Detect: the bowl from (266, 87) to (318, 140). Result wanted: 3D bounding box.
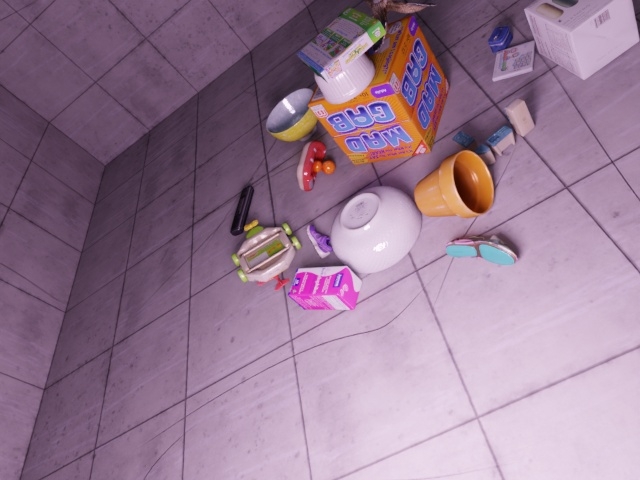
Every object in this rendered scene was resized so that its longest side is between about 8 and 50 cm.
[{"bbox_3d":[-0.106,-0.574,2.382,0.289,0.156,0.290,-23,44,24],"label":"bowl"}]

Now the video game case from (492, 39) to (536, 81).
[{"bbox_3d":[0.724,-0.672,1.844,0.143,0.019,0.157,-6,53,38],"label":"video game case"}]

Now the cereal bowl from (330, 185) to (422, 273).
[{"bbox_3d":[0.170,-0.060,1.714,0.338,0.141,0.339,-24,45,26],"label":"cereal bowl"}]

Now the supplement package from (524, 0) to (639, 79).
[{"bbox_3d":[0.852,-0.710,1.622,0.199,0.198,0.263,-36,40,13],"label":"supplement package"}]

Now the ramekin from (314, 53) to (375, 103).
[{"bbox_3d":[0.075,-0.587,1.709,0.207,0.109,0.207,-23,44,24],"label":"ramekin"}]

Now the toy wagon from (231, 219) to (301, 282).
[{"bbox_3d":[-0.232,0.029,2.016,0.267,0.068,0.344,-31,37,-3],"label":"toy wagon"}]

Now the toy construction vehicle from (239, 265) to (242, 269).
[{"bbox_3d":[-0.287,0.103,2.062,0.098,0.035,0.086,-11,51,24],"label":"toy construction vehicle"}]

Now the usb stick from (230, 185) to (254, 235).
[{"bbox_3d":[-0.369,-0.142,2.333,0.077,0.045,0.278,-23,44,36],"label":"usb stick"}]

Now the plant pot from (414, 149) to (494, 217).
[{"bbox_3d":[0.408,-0.159,1.561,0.187,0.205,0.205,-18,45,51],"label":"plant pot"}]

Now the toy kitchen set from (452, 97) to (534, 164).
[{"bbox_3d":[0.566,-0.380,1.652,0.207,0.122,0.166,-42,39,5],"label":"toy kitchen set"}]

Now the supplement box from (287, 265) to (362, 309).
[{"bbox_3d":[0.015,0.164,1.680,0.219,0.114,0.111,-5,53,36],"label":"supplement box"}]

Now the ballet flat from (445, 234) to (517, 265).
[{"bbox_3d":[0.474,0.019,1.441,0.221,0.077,0.079,6,42,44],"label":"ballet flat"}]

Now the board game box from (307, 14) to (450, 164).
[{"bbox_3d":[0.237,-0.562,1.912,0.355,0.356,0.357,-3,55,40],"label":"board game box"}]

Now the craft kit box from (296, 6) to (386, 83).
[{"bbox_3d":[0.062,-0.662,1.657,0.246,0.061,0.250,-42,40,8],"label":"craft kit box"}]

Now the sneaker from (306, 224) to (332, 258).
[{"bbox_3d":[0.000,0.000,1.887,0.071,0.068,0.170,-28,49,-3],"label":"sneaker"}]

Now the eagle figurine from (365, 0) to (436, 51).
[{"bbox_3d":[0.235,-0.822,1.749,0.298,0.225,0.226,57,145,21],"label":"eagle figurine"}]

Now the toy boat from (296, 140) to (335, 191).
[{"bbox_3d":[-0.010,-0.321,2.121,0.150,0.151,0.231,7,58,10],"label":"toy boat"}]

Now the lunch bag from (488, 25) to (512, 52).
[{"bbox_3d":[0.700,-0.787,1.928,0.067,0.065,0.099,10,64,46],"label":"lunch bag"}]

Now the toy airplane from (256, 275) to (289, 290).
[{"bbox_3d":[-0.171,0.141,1.927,0.151,0.028,0.151,-19,39,16],"label":"toy airplane"}]
